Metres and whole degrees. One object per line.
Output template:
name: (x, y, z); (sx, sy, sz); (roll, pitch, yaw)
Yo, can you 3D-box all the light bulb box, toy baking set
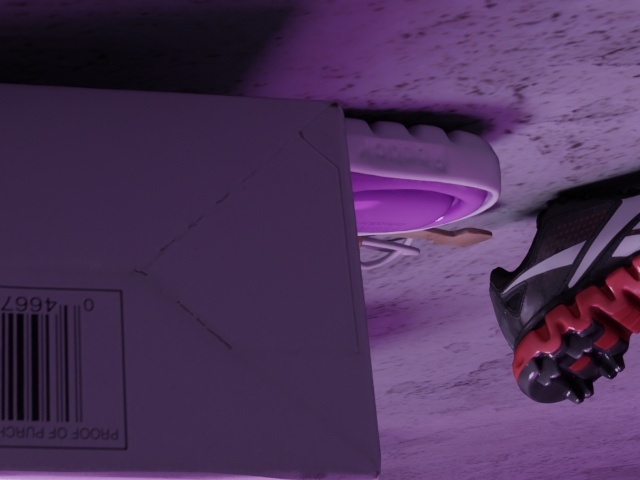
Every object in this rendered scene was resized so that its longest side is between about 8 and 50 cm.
light bulb box: (-0.183, 0.102, 1.042); (0.358, 0.225, 0.361); (2, 148, -12)
toy baking set: (-0.002, -0.001, 1.410); (0.256, 0.030, 0.197); (-12, 168, 4)

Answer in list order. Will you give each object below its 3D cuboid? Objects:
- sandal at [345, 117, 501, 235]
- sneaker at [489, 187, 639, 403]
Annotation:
sandal: (-0.068, -0.009, 1.181); (0.416, 0.102, 0.169); (-5, 164, -21)
sneaker: (0.241, -0.001, 1.451); (0.276, 0.135, 0.097); (-38, 145, 11)
